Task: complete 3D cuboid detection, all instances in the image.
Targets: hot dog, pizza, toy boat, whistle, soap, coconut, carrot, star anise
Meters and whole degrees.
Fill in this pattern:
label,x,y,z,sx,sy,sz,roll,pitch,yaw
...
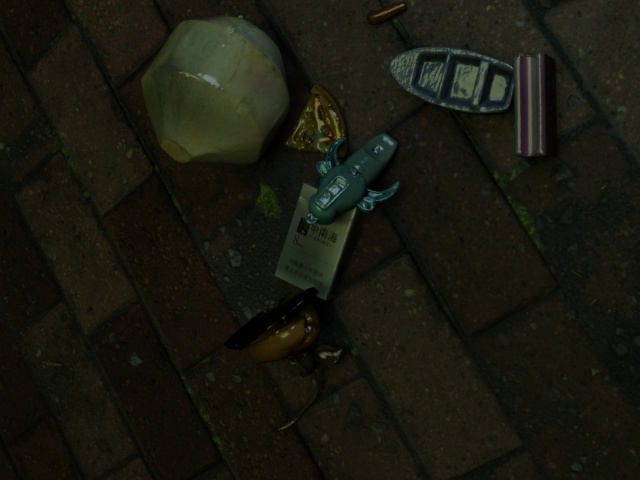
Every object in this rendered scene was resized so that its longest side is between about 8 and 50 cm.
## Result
label,x,y,z,sx,sy,sz,roll,pitch,yaw
hot dog,-0.090,0.217,1.828,0.107,0.194,0.326,51,156,-7
pizza,-0.023,-0.270,1.825,0.176,0.036,0.185,-12,89,28
toy boat,0.280,-0.342,1.639,0.282,0.078,0.127,18,104,25
whistle,0.065,-0.134,1.714,0.186,0.093,0.274,42,77,14
soap,0.431,-0.266,1.544,0.065,0.122,0.203,0,95,28
coconut,-0.245,-0.330,1.789,0.352,0.352,0.353,3,96,27
carrot,0.146,-0.507,1.720,0.093,0.032,0.032,-16,87,23
star anise,-0.033,0.363,1.846,0.218,0.148,0.228,-4,103,30

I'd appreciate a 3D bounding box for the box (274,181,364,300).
label,x,y,z,sx,sy,sz,roll,pitch,yaw
box,0.000,0.000,1.822,0.155,0.067,0.243,25,106,21
